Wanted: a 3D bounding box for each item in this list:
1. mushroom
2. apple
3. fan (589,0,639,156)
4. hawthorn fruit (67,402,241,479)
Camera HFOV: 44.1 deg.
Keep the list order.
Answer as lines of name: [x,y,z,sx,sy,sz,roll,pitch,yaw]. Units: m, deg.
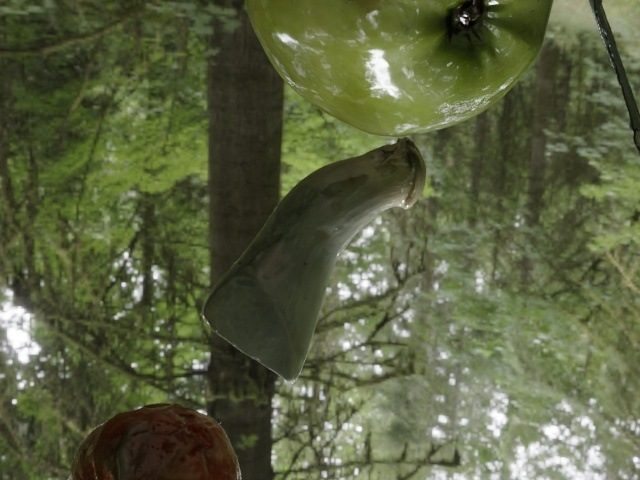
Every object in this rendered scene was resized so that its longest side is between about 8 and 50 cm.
mushroom: [0.001,-0.001,1.169,0.177,0.397,0.126,32,173,14]
apple: [0.086,-0.283,0.880,0.357,0.357,0.357,3,-167,-1]
fan: [0.189,-0.039,0.446,0.009,0.220,0.132,-20,-175,28]
hawthorn fruit: [-0.212,0.334,1.135,0.242,0.242,0.272,10,-158,27]
